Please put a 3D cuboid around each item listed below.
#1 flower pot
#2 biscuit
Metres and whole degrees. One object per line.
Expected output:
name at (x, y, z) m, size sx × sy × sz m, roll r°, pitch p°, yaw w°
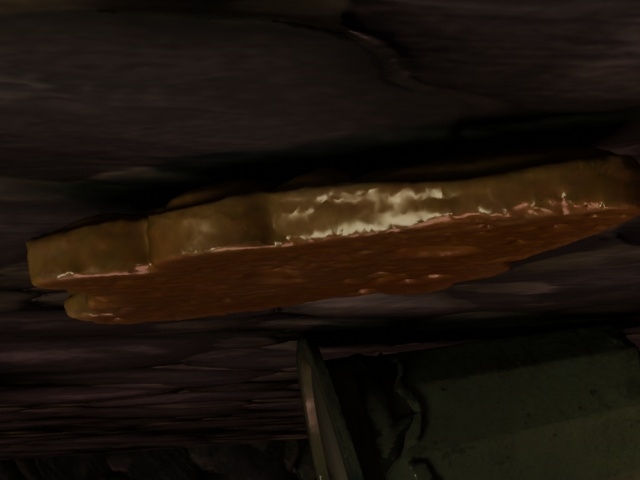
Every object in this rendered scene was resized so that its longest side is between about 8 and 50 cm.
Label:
flower pot at (0.101, 0.137, 1.020) m, size 0.203 × 0.212 × 0.212 m, roll -16°, pitch 173°, yaw -10°
biscuit at (0.000, 0.000, 0.537) m, size 0.162 × 0.035 × 0.250 m, roll -1°, pitch 173°, yaw -45°
